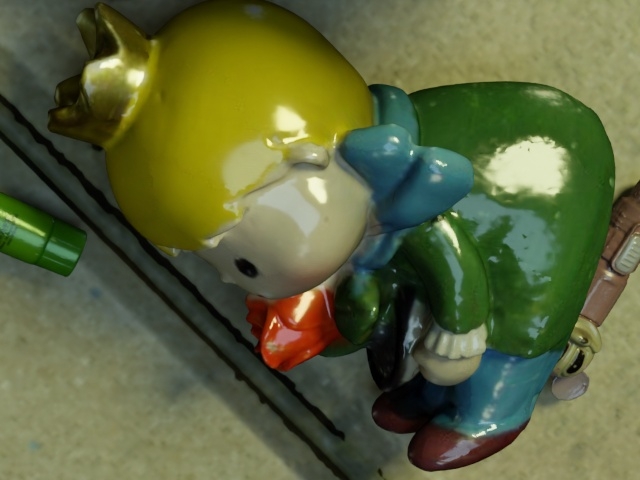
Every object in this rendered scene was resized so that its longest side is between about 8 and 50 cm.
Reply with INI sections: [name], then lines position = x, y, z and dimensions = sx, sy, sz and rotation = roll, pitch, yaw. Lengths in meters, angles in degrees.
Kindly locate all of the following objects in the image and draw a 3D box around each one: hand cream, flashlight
[hand cream]
position = -0.158, -0.018, 0.838
dimensions = 0.122, 0.023, 0.036
rotation = 25, 106, -15
[flashlight]
position = 0.127, 0.022, 0.906
dimensions = 0.052, 0.031, 0.110
rotation = 27, 102, -19

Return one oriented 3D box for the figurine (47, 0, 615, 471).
[figurine]
position = -0.006, -0.003, 0.831
dimensions = 0.234, 0.127, 0.185
rotation = 6, 116, -25
